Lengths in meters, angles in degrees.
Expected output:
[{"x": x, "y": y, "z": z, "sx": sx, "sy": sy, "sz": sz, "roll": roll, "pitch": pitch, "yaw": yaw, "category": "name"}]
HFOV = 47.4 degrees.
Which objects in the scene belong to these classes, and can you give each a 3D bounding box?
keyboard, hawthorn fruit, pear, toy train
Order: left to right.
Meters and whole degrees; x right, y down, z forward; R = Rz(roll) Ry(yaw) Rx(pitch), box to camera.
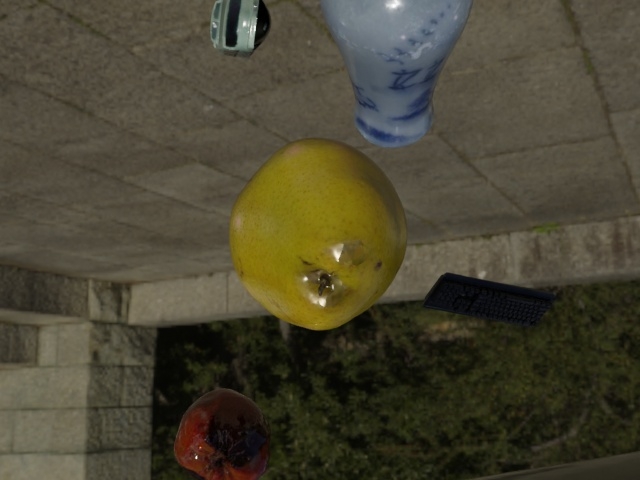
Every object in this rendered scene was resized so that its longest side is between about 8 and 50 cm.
[{"x": -0.184, "y": 0.371, "z": 1.380, "sx": 0.185, "sy": 0.185, "sz": 0.202, "roll": 1, "pitch": -172, "yaw": -9, "category": "hawthorn fruit"}, {"x": -0.069, "y": -0.178, "z": 0.609, "sx": 0.047, "sy": 0.043, "sz": 0.207, "roll": 6, "pitch": -168, "yaw": -9, "category": "toy train"}, {"x": -0.007, "y": -0.012, "z": 1.073, "sx": 0.284, "sy": 0.285, "sz": 0.336, "roll": -2, "pitch": 174, "yaw": 4, "category": "pear"}, {"x": 0.295, "y": 0.108, "z": 1.274, "sx": 0.230, "sy": 0.025, "sz": 0.094, "roll": 11, "pitch": 133, "yaw": -18, "category": "keyboard"}]

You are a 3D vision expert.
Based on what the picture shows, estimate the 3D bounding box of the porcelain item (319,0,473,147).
[{"x": 0.070, "y": -0.197, "z": 0.687, "sx": 0.141, "sy": 0.141, "sz": 0.259, "roll": -2, "pitch": 149, "yaw": 3, "category": "porcelain item"}]

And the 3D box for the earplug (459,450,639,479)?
[{"x": 0.277, "y": 0.334, "z": 0.601, "sx": 0.393, "sy": 0.313, "sz": 0.313, "roll": -9, "pitch": 168, "yaw": -4, "category": "earplug"}]
